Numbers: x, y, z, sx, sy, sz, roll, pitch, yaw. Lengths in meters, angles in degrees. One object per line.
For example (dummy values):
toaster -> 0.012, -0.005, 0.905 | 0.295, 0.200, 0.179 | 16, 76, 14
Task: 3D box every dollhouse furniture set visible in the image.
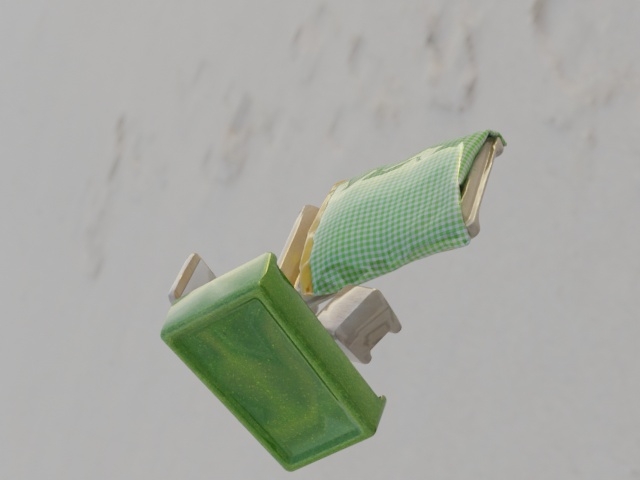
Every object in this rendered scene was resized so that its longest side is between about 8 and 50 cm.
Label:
dollhouse furniture set -> 0.000, 0.000, 0.574 | 0.076, 0.058, 0.152 | -26, 23, 30
